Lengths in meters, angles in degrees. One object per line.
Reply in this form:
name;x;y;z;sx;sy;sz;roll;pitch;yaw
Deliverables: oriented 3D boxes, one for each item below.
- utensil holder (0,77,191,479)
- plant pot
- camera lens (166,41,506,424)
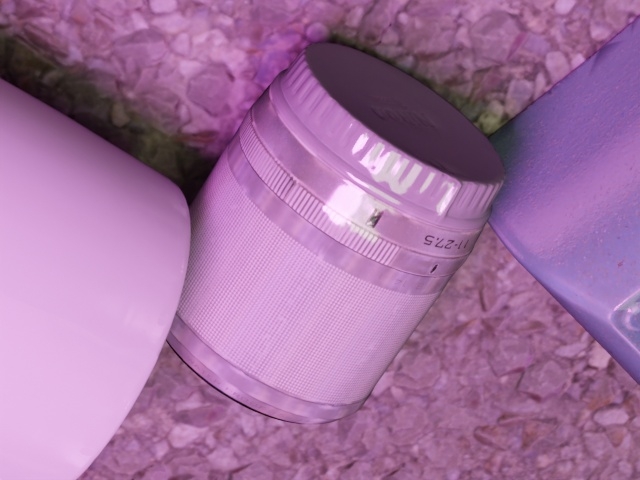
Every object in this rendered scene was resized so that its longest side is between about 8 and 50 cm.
utensil holder;-0.342;-0.001;1.290;0.385;0.328;0.327;29;112;-28
plant pot;0.308;-0.003;1.444;0.247;0.252;0.248;-39;120;13
camera lens;0.000;0.000;1.407;0.219;0.219;0.274;24;114;-23
